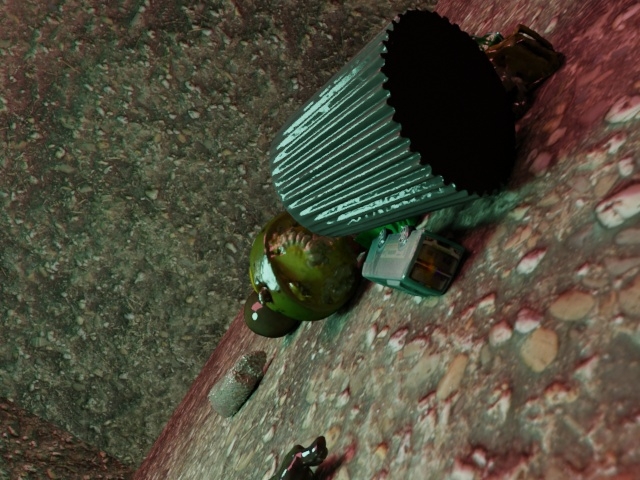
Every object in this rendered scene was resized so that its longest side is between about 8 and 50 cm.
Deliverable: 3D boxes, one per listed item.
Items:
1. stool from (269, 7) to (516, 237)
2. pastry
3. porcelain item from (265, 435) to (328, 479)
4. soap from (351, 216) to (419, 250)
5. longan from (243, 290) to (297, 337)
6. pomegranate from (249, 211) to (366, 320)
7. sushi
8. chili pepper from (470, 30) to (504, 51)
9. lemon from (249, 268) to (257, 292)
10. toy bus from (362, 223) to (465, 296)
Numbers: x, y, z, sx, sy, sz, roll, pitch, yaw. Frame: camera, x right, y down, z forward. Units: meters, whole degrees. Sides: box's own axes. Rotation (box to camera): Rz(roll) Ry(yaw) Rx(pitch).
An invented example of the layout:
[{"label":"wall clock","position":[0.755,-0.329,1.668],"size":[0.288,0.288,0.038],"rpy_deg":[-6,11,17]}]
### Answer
[{"label":"stool","position":[0.101,-0.161,0.955],"size":[0.330,0.297,0.297],"rpy_deg":[-24,31,49]},{"label":"pastry","position":[-0.258,0.446,1.748],"size":[0.265,0.102,0.112],"rpy_deg":[-55,15,27]},{"label":"porcelain item","position":[-0.049,0.367,0.882],"size":[0.216,0.069,0.081],"rpy_deg":[-54,-4,27]},{"label":"soap","position":[0.180,-0.119,1.282],"size":[0.273,0.098,0.218],"rpy_deg":[-63,9,-32]},{"label":"longan","position":[-0.146,0.213,1.712],"size":[0.167,0.167,0.187],"rpy_deg":[-56,-9,12]},{"label":"pomegranate","position":[-0.017,0.050,1.349],"size":[0.340,0.260,0.260],"rpy_deg":[-23,-20,-45]},{"label":"sushi","position":[0.285,-0.252,1.035],"size":[0.291,0.139,0.131],"rpy_deg":[-48,19,41]},{"label":"chili pepper","position":[0.332,-0.380,1.401],"size":[0.270,0.099,0.136],"rpy_deg":[-51,33,1]},{"label":"lemon","position":[-0.111,0.087,1.609],"size":[0.181,0.180,0.193],"rpy_deg":[-54,-3,22]},{"label":"toy bus","position":[0.146,0.033,0.956],"size":[0.261,0.091,0.109],"rpy_deg":[167,124,-81]}]
